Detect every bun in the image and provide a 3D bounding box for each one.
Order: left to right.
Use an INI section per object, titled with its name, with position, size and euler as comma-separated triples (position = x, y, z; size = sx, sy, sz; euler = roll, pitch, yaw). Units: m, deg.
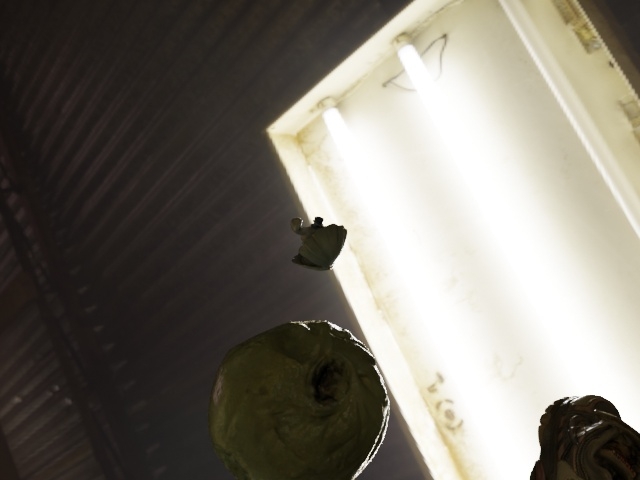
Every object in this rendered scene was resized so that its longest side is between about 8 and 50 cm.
[bun]
position = -0.017, 0.195, 0.803
size = 0.108, 0.221, 0.221
euler = -18, -91, 58

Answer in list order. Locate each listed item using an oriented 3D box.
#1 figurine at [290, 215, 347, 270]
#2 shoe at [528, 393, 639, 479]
[figurine]
position = 0.000, 0.000, 1.059
size = 0.082, 0.094, 0.086
euler = 41, -34, 46
[shoe]
position = 0.267, 0.206, 0.679
size = 0.089, 0.180, 0.092
euler = 45, -46, -1
